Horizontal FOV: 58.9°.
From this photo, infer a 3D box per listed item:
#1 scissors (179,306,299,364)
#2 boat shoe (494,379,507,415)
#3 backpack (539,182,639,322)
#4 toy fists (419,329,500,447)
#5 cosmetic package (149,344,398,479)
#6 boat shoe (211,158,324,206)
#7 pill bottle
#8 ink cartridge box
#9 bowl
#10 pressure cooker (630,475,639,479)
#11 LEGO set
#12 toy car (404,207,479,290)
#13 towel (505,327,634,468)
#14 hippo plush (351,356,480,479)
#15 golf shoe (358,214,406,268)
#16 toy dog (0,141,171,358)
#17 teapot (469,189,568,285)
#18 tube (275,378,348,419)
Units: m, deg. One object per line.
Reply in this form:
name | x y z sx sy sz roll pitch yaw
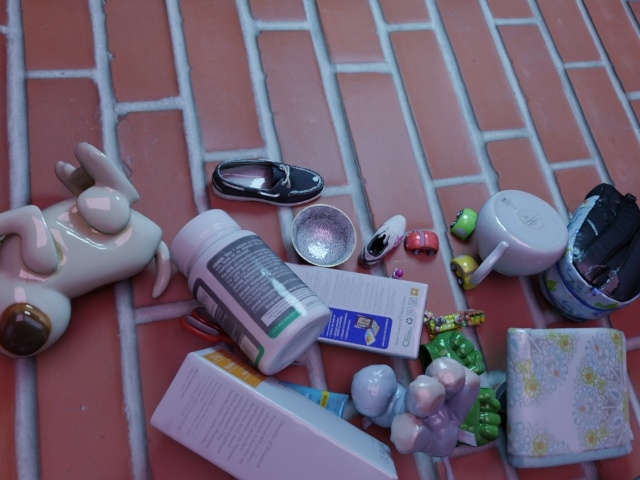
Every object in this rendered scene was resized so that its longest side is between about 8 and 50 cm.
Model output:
scissors | -0.186 0.241 1.310 0.297 0.109 0.021 31 106 -3
boat shoe | 0.517 0.372 1.433 0.206 0.065 0.075 -26 76 -21
backpack | 0.760 0.058 1.537 0.290 0.273 0.355 44 44 4
toy fists | 0.351 0.357 1.382 0.142 0.096 0.279 -11 71 -17
cosmetic package | -0.085 0.397 1.145 0.453 0.230 0.162 30 86 5
boat shoe | -0.129 -0.155 1.476 0.302 0.091 0.115 -5 70 -15
pill bottle | -0.166 0.107 1.281 0.204 0.204 0.361 -37 70 -24
ink cartridge box | 0.063 0.166 1.360 0.370 0.069 0.176 9 73 12
bowl | 0.000 0.000 1.451 0.170 0.080 0.170 5 67 -12
pressure cooker | 0.664 0.736 1.156 0.420 0.370 0.376 -21 85 -19
LEGO set | 0.295 0.176 1.436 0.286 0.107 0.132 24 65 -3
toy car | 0.375 -0.009 1.560 0.239 0.053 0.225 35 65 2
towel | 0.608 0.375 1.389 0.374 0.090 0.321 3 81 -24
hippo plush | 0.206 0.353 1.271 0.234 0.236 0.294 -56 132 -13
golf shoe | 0.175 -0.004 1.493 0.067 0.086 0.186 38 64 5
toy dog | -0.567 0.058 1.217 0.408 0.284 0.395 -53 124 -27
teapot | 0.505 0.006 1.494 0.255 0.187 0.253 9 47 -13
tube | -0.040 0.370 1.312 0.207 0.052 0.080 19 82 -10
